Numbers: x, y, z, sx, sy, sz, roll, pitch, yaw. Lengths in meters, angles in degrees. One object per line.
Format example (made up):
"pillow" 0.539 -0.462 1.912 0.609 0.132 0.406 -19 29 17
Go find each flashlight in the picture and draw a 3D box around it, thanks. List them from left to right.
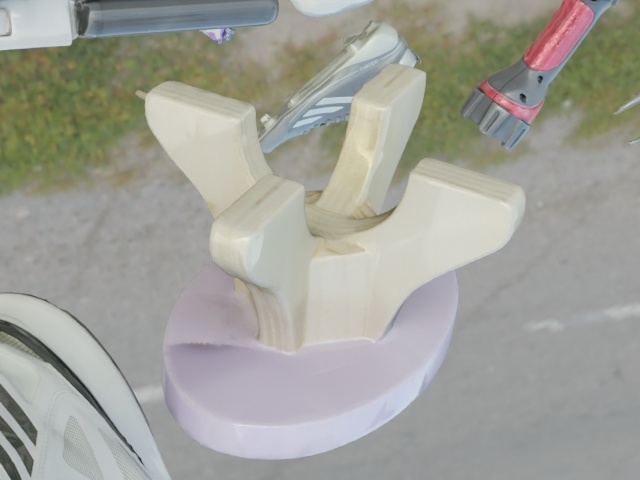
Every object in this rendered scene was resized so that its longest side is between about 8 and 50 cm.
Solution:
"flashlight" 0.318 -0.274 2.003 0.103 0.103 0.304 30 105 -22

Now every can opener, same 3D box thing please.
"can opener" -0.150 -0.183 1.048 0.283 0.076 0.095 -9 -171 -28

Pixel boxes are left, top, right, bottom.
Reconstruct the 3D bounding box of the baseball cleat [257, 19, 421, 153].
"baseball cleat" 0.021 -0.146 1.589 0.206 0.109 0.072 -41 -167 17

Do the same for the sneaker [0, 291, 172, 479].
"sneaker" -0.125 0.245 0.855 0.169 0.447 0.257 -42 -179 17

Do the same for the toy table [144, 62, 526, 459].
"toy table" 0.000 0.000 0.932 0.252 0.274 0.161 12 123 9

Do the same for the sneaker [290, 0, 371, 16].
"sneaker" 0.076 -0.342 1.434 0.290 0.106 0.123 -37 160 2

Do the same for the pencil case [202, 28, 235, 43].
"pencil case" -0.198 -0.310 1.755 0.206 0.086 0.088 20 141 -13

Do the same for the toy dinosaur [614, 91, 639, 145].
"toy dinosaur" 0.383 -0.147 1.122 0.160 0.121 0.313 13 -158 43

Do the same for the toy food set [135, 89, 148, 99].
"toy food set" -0.181 -0.159 2.045 0.038 0.132 0.192 -57 157 -14
